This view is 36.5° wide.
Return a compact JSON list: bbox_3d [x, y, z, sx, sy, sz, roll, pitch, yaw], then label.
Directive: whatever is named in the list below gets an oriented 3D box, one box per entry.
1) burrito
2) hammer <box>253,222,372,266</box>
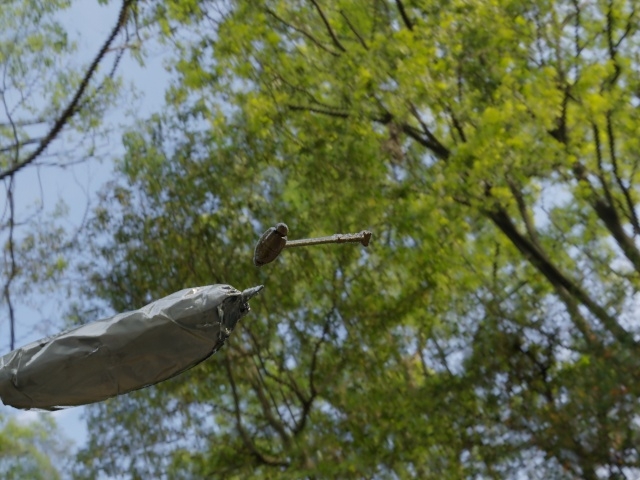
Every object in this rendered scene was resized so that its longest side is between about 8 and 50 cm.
[{"bbox_3d":[-0.291,0.168,1.518,0.445,0.101,0.139,-19,-54,-3],"label":"burrito"},{"bbox_3d":[0.000,0.000,0.574,0.029,0.014,0.123,-54,-22,21],"label":"hammer"}]
